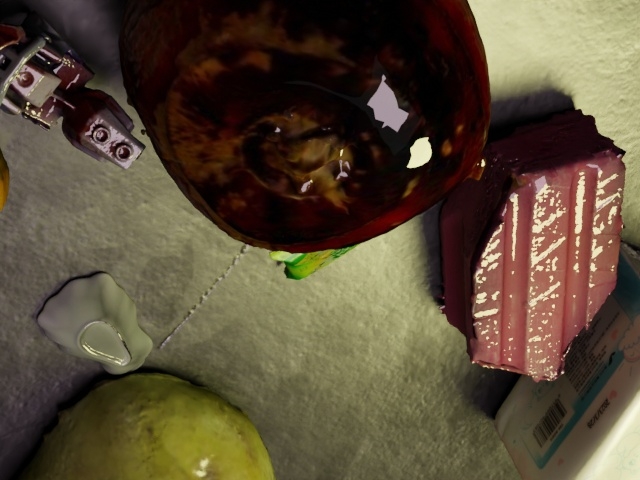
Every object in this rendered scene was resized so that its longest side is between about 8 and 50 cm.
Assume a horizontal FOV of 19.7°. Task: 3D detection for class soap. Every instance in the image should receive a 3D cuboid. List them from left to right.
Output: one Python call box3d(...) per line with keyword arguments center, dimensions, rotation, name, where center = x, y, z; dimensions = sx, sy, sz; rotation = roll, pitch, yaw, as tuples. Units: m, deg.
box3d(center=(0.221, 0.021, 1.945), dimensions=(0.182, 0.112, 0.289), rotation=(-13, 125, -12), name="soap")

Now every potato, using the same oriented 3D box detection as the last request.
box3d(center=(-0.169, 0.307, 1.922), dimensions=(0.330, 0.213, 0.280), rotation=(7, 119, -27), name="potato")

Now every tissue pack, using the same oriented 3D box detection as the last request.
box3d(center=(0.324, 0.166, 2.027), dimensions=(0.124, 0.201, 0.271), rotation=(24, 111, -24), name="tissue pack")

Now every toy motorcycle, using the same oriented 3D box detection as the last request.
box3d(center=(-0.239, -0.138, 1.622), dimensions=(0.213, 0.122, 0.082), rotation=(38, 100, -14), name="toy motorcycle")

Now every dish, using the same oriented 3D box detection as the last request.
box3d(center=(-0.219, 0.099, 1.870), dimensions=(0.091, 0.039, 0.137), rotation=(-37, 127, 5), name="dish")

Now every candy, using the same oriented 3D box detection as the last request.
box3d(center=(0.000, 0.001, 1.826), dimensions=(0.102, 0.032, 0.178), rotation=(-33, 172, -2), name="candy")

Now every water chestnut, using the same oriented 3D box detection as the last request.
box3d(center=(-0.003, -0.160, 1.650), dimensions=(0.350, 0.302, 0.350), rotation=(11, 135, 11), name="water chestnut")

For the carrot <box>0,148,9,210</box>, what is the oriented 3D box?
box3d(center=(-0.339, -0.095, 1.670), dimensions=(0.082, 0.082, 0.173), rotation=(-25, 131, -4), name="carrot")
